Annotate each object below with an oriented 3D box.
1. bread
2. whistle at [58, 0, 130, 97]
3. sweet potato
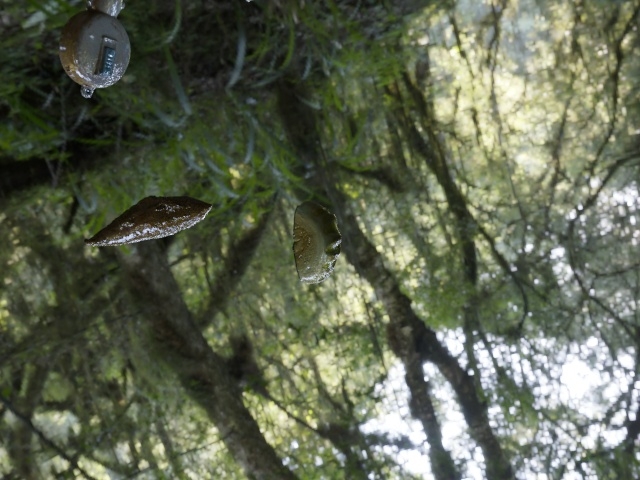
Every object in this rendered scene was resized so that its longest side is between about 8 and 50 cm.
[{"bbox_3d":[0.000,0.000,1.404,0.083,0.157,0.094,-11,179,-36],"label":"bread"},{"bbox_3d":[-0.305,-0.308,1.034,0.057,0.220,0.107,14,-176,30],"label":"whistle"},{"bbox_3d":[-0.256,-0.030,1.093,0.206,0.068,0.060,-21,-153,9],"label":"sweet potato"}]
